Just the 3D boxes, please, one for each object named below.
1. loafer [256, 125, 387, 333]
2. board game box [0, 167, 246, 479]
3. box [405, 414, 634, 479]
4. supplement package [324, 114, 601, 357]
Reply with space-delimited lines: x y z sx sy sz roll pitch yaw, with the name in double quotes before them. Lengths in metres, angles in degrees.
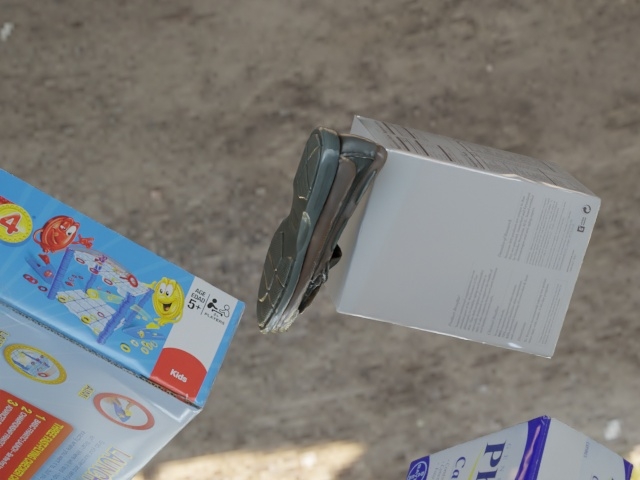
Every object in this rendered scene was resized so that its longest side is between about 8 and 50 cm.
"loafer" 0.000 0.000 1.739 0.084 0.096 0.267 8 126 -18
"board game box" -0.249 0.064 1.086 0.302 0.086 0.308 30 145 -11
"box" 0.102 0.183 0.931 0.072 0.126 0.137 33 145 -20
"supplement package" 0.154 -0.009 1.867 0.263 0.199 0.198 13 -167 -12
